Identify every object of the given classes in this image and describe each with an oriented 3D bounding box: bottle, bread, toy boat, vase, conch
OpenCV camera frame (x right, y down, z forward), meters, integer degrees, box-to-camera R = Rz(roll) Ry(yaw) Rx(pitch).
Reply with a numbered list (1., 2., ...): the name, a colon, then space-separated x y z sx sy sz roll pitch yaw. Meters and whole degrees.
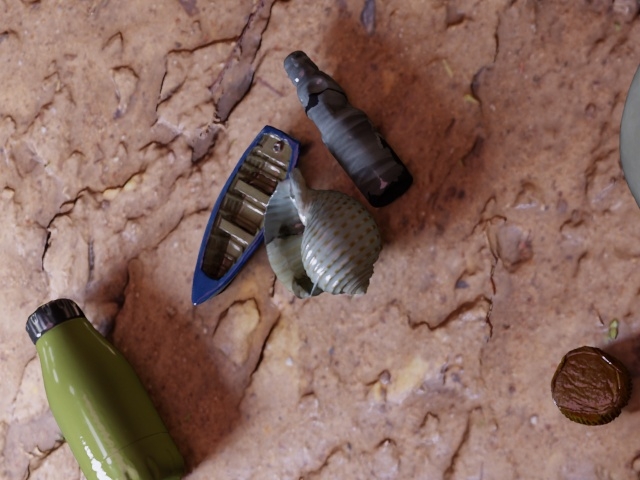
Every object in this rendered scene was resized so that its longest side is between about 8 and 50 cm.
1. bottle: -0.265 0.190 1.853 0.112 0.112 0.260 -37 73 17
2. bread: 0.286 0.155 1.643 0.085 0.053 0.085 -6 72 19
3. toy boat: -0.089 -0.024 1.827 0.080 0.046 0.229 29 99 22
4. vase: 0.024 -0.133 1.778 0.060 0.060 0.211 -41 70 16
5. conch: 0.005 0.003 1.755 0.135 0.102 0.153 -46 47 28

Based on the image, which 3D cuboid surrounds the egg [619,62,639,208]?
1. egg: 0.438 -0.145 1.487 0.352 0.258 0.258 -48 70 19
